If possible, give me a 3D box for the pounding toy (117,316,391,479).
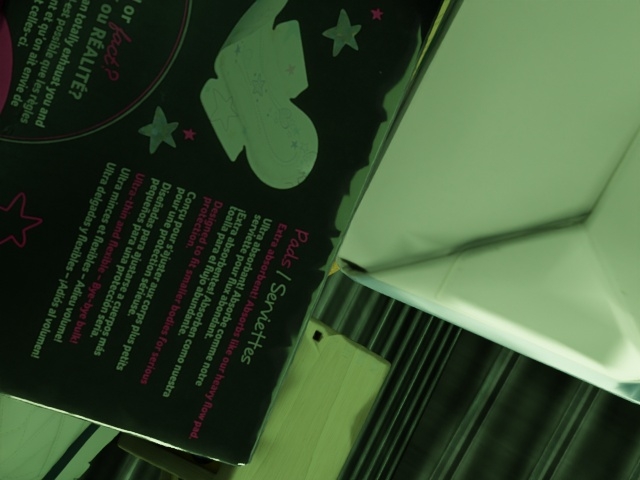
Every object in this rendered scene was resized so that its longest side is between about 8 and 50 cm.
[{"bbox_3d":[-0.082,0.136,1.276,0.094,0.181,0.206,32,80,-37],"label":"pounding toy"}]

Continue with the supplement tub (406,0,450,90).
[{"bbox_3d":[0.001,-0.142,0.936,0.144,0.144,0.199,-57,166,-38],"label":"supplement tub"}]

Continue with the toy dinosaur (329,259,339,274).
[{"bbox_3d":[0.000,0.000,0.997,0.211,0.112,0.064,-11,89,-45],"label":"toy dinosaur"}]

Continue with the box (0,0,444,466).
[{"bbox_3d":[-0.054,-0.070,0.705,0.247,0.142,0.163,-66,-163,9],"label":"box"}]

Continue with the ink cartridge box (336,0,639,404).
[{"bbox_3d":[0.163,-0.167,0.768,0.395,0.151,0.270,-67,-177,-49],"label":"ink cartridge box"}]

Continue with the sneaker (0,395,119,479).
[{"bbox_3d":[-0.114,0.038,0.872,0.235,0.090,0.095,-53,151,3],"label":"sneaker"}]
